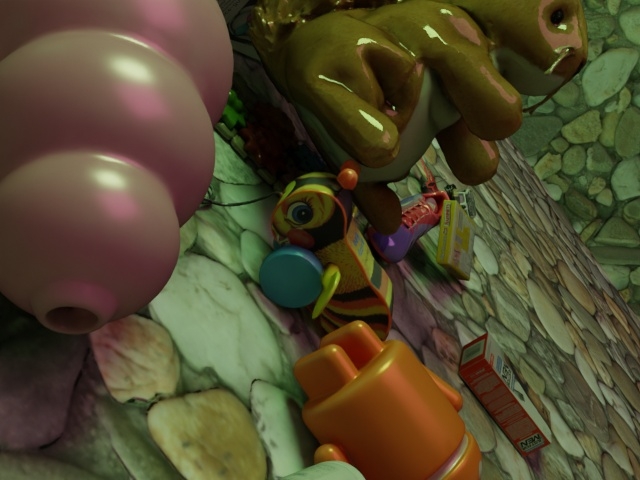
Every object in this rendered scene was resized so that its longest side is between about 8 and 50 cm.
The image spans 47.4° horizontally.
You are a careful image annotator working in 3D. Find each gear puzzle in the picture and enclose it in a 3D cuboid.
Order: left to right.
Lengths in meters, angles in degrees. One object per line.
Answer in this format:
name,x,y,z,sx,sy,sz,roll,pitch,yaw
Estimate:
gear puzzle,-0.095,-0.179,0.983,0.339,0.044,0.175,47,25,-16

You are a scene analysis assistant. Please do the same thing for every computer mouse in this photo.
computer mouse,0.290,-0.067,1.527,0.193,0.042,0.106,-16,94,-69

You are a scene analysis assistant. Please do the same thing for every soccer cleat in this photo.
soccer cleat,0.141,-0.031,1.154,0.083,0.095,0.248,55,24,2

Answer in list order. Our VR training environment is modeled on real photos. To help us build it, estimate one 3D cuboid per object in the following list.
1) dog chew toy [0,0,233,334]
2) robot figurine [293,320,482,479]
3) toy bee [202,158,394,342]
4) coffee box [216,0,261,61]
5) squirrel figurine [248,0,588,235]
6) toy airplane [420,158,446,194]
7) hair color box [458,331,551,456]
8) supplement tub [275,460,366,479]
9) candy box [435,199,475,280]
dog chew toy,-0.170,-0.084,0.556,0.207,0.207,0.331,32,41,-40
robot figurine,0.070,0.184,0.706,0.219,0.128,0.158,54,11,-1
toy bee,0.000,0.000,0.783,0.298,0.162,0.195,36,32,-34
coffee box,-0.122,-0.518,1.019,0.334,0.338,0.337,2,55,-60
squirrel figurine,0.128,-0.262,0.938,0.397,0.370,0.281,53,-3,26
toy airplane,0.229,-0.118,1.505,0.151,0.028,0.151,43,35,-41
hair color box,0.285,0.234,1.121,0.167,0.053,0.093,53,23,-6
supplement tub,-0.011,0.220,0.583,0.107,0.071,0.071,8,51,-58
candy box,0.235,0.004,1.250,0.206,0.027,0.105,29,70,-67
